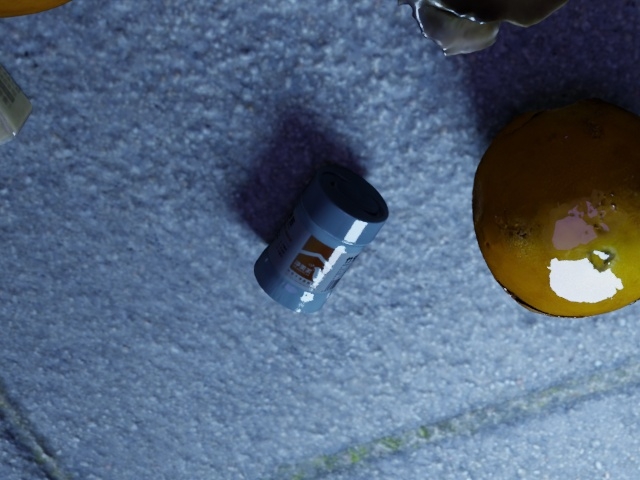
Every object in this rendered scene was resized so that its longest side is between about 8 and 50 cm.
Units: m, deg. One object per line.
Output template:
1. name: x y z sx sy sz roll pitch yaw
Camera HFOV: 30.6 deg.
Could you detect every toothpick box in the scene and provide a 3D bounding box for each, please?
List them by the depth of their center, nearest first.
1. toothpick box: 0.000 0.000 1.387 0.101 0.101 0.153 27 120 -13

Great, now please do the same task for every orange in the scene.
1. orange: 0.283 -0.035 1.280 0.239 0.240 0.240 2 122 3

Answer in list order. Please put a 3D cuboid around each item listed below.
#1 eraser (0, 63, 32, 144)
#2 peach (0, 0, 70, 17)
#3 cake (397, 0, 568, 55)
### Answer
1. eraser: -0.477 -0.235 1.288 0.144 0.078 0.343 -26 117 17
2. peach: -0.302 -0.368 1.059 0.342 0.302 0.343 2 121 3
3. cake: 0.131 -0.344 1.010 0.332 0.321 0.332 3 137 3
